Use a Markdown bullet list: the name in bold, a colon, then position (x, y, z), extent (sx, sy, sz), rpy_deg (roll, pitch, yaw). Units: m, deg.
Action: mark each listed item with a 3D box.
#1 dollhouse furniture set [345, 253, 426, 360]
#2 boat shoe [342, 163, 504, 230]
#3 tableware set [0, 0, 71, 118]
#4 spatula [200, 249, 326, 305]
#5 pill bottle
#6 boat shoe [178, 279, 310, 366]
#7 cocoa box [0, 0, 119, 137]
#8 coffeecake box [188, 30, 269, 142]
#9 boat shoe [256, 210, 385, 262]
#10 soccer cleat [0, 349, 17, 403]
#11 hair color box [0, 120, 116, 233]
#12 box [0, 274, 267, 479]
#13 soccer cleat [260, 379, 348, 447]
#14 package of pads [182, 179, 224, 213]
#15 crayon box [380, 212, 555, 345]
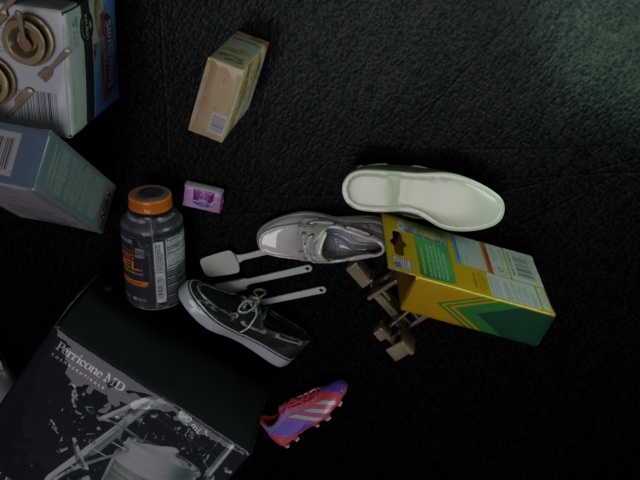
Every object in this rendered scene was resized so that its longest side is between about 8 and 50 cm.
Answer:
- **dollhouse furniture set**: position (0.141, 0.117, 1.649), extent (0.101, 0.161, 0.182), rpy_deg (-35, 108, 25)
- **boat shoe**: position (0.196, -0.090, 1.569), extent (0.305, 0.091, 0.109), rpy_deg (10, 107, 5)
- **tableware set**: position (-0.521, -0.294, 1.363), extent (0.194, 0.039, 0.128), rpy_deg (-37, 105, 25)
- **spatula**: position (-0.122, 0.079, 1.762), extent (0.242, 0.019, 0.168), rpy_deg (-14, 114, 18)
- **pill bottle**: position (-0.347, 0.011, 1.706), extent (0.131, 0.130, 0.245), rpy_deg (6, 118, 8)
- **boat shoe**: position (-0.154, 0.159, 1.744), extent (0.306, 0.113, 0.105), rpy_deg (37, 116, -20)
- **cocoa box**: position (-0.572, -0.351, 1.497), extent (0.347, 0.228, 0.231), rpy_deg (8, 119, 6)
- **coffeecake box**: position (-0.163, -0.281, 1.480), extent (0.068, 0.185, 0.142), rpy_deg (21, 120, 0)
- **boat shoe**: position (0.000, 0.000, 1.646), extent (0.277, 0.096, 0.098), rpy_deg (-4, 114, 11)
- **soccer cleat**: position (-0.812, 0.256, 1.935), extent (0.143, 0.116, 0.331), rpy_deg (-31, 108, 24)
- **hair color box**: position (-0.537, -0.116, 1.545), extent (0.186, 0.374, 0.113), rpy_deg (12, 80, 5)
- **box**: position (-0.455, 0.425, 1.818), extent (0.480, 0.297, 0.471), rpy_deg (35, 106, -9)
- **soccer cleat**: position (-0.038, 0.384, 1.878), extent (0.095, 0.083, 0.248), rpy_deg (42, 120, -7)
- **package of pads**: position (-0.240, -0.090, 1.686), extent (0.083, 0.032, 0.050), rpy_deg (13, 121, 4)
- **crayon box**: position (0.257, 0.070, 1.548), extent (0.323, 0.203, 0.083), rpy_deg (16, 120, -9)
